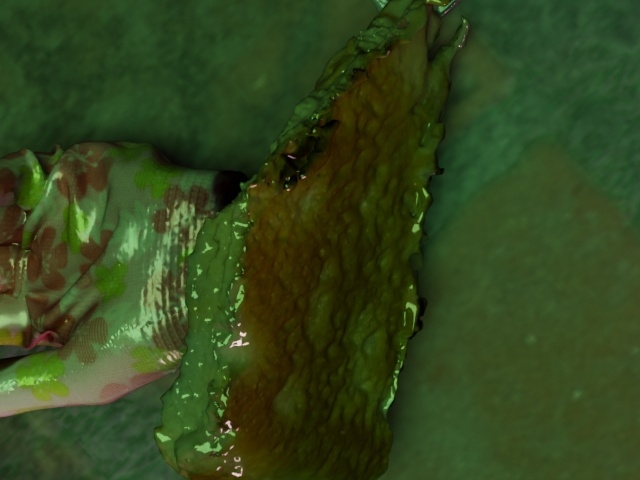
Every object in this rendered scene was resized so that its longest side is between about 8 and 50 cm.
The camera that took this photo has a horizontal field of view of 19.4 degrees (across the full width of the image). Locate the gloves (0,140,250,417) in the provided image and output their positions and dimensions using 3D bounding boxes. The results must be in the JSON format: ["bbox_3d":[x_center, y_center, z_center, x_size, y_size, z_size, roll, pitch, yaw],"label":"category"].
[{"bbox_3d":[-0.159,0.020,1.053,0.241,0.126,0.145,-2,114,19],"label":"gloves"}]

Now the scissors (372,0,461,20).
[{"bbox_3d":[0.111,-0.158,0.999,0.189,0.015,0.100,6,105,12],"label":"scissors"}]

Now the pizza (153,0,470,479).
[{"bbox_3d":[0.000,0.000,0.981,0.071,0.189,0.297,22,100,37],"label":"pizza"}]
